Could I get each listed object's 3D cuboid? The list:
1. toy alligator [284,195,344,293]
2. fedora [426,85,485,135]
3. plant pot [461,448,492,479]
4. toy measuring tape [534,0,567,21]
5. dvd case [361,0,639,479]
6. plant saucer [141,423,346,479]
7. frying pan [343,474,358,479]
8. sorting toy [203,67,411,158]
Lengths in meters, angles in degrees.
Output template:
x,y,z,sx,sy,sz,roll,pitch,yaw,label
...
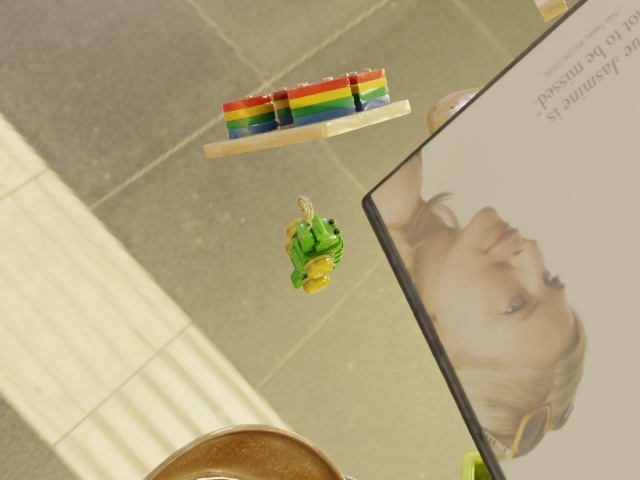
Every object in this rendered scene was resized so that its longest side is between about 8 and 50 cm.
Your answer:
x,y,z,sx,sy,sz,roll,pitch,yaw,label
0.000,0.000,1.185,0.051,0.189,0.056,-21,68,-14,toy alligator
0.170,-0.058,1.004,0.194,0.079,0.194,11,33,-7,fedora
0.303,0.392,1.489,0.207,0.227,0.228,63,25,-49,plant pot
0.314,-0.384,1.771,0.121,0.121,0.330,21,33,-25,toy measuring tape
0.124,0.024,0.466,0.022,0.180,0.253,20,37,-46,dvd case
-0.051,0.185,0.575,0.199,0.036,0.198,-1,91,-49,plant saucer
-0.054,0.352,1.511,0.326,0.053,0.197,20,56,6,frying pan
-0.028,-0.216,2.014,0.255,0.257,0.089,-22,103,-52,sorting toy
